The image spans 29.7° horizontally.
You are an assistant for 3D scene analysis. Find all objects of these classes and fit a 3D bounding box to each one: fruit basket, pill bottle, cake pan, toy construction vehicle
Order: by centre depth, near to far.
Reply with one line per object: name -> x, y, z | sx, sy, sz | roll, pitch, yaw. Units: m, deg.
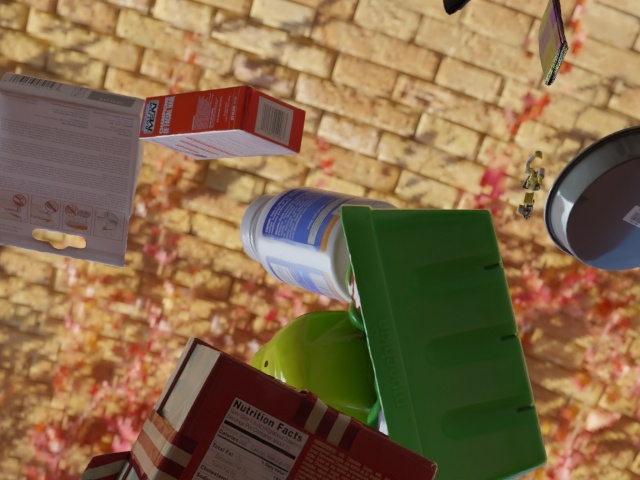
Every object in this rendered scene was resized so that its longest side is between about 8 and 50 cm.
fruit basket -> 0.059, 0.150, 1.437 | 0.392, 0.392, 0.283 | 24, 180, 10
pill bottle -> 0.000, 0.000, 1.778 | 0.152, 0.152, 0.272 | -4, -169, -35
cake pan -> 0.514, -0.059, 1.980 | 0.293, 0.293, 0.054 | 7, -140, -20
toy construction vehicle -> 0.374, -0.101, 2.157 | 0.035, 0.098, 0.086 | 17, -137, 4

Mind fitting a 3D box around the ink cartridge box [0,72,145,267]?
ink cartridge box -> -0.316, -0.086, 1.515 | 0.181, 0.224, 0.056 | 11, -147, 0

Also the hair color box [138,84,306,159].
hair color box -> -0.109, -0.127, 1.322 | 0.167, 0.053, 0.093 | -1, 167, 42

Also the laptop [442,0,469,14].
laptop -> 0.177, -0.396, 1.207 | 0.136, 0.264, 0.234 | 41, -154, -23

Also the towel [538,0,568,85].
towel -> 0.234, -0.202, 1.220 | 0.009, 0.060, 0.083 | 5, -131, -6

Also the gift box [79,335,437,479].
gift box -> -0.082, 0.251, 1.115 | 0.255, 0.276, 0.258 | 33, 173, -9
